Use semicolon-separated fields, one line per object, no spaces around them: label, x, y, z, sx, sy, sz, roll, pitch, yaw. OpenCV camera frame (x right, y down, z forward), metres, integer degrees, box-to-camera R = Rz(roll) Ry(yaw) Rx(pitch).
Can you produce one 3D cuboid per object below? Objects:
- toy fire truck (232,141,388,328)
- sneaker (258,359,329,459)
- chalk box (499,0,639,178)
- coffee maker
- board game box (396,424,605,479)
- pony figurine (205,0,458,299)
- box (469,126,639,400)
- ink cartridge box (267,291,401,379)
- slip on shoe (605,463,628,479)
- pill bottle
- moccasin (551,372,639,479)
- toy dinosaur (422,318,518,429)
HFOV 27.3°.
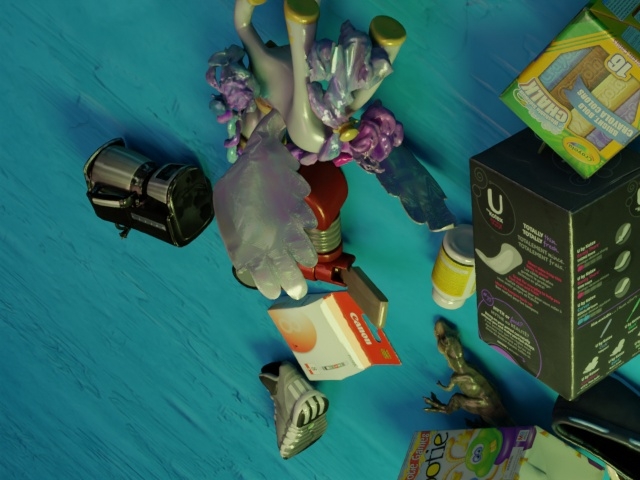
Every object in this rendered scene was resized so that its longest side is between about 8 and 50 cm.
toy fire truck;0.000;0.000;1.817;0.246;0.158;0.217;16;135;16
sneaker;-0.052;0.266;2.177;0.132;0.086;0.229;53;153;21
chalk box;0.290;-0.169;1.378;0.132;0.132;0.213;44;142;0
coffee maker;-0.254;-0.062;2.025;0.178;0.120;0.171;20;160;31
board game box;0.242;0.357;1.865;0.144;0.142;0.275;33;155;-24
pony figurine;-0.009;-0.150;1.601;0.351;0.303;0.363;57;150;29
box;0.280;0.017;1.516;0.165;0.143;0.270;35;144;43
ink cartridge box;0.020;0.149;2.012;0.179;0.045;0.145;-5;122;48
slip on shoe;0.415;0.331;1.812;0.041;0.051;0.135;-8;127;44
pill bottle;0.182;0.038;1.733;0.065;0.065;0.116;32;141;16
moccasin;0.444;0.309;1.704;0.342;0.117;0.138;33;142;15
toy dinosaur;0.225;0.237;1.892;0.268;0.064;0.118;47;137;-10
